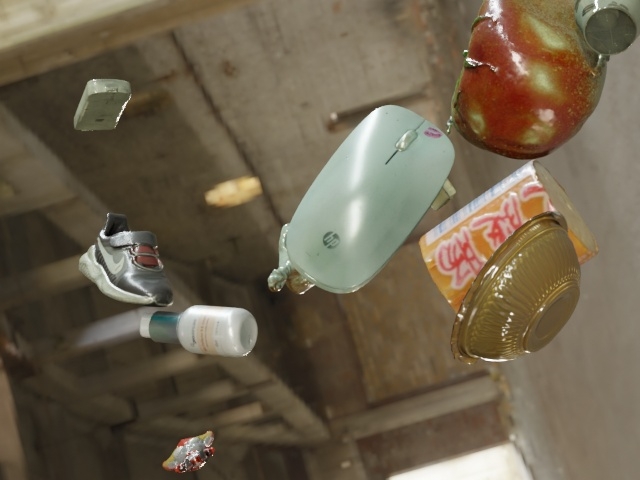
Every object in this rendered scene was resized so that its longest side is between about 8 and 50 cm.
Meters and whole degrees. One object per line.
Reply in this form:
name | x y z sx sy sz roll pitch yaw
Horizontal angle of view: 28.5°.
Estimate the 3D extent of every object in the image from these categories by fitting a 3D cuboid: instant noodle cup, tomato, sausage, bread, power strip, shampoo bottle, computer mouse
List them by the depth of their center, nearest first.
computer mouse | 0.066 -0.060 1.804 0.159 0.288 0.097 35 180 14
instant noodle cup | 0.313 0.091 1.872 0.091 0.274 0.274 37 164 29
shampoo bottle | -0.190 0.132 1.889 0.074 0.192 0.074 -11 -77 -62
bread | 0.159 -0.120 2.002 0.153 0.028 0.068 55 155 8
tomato | 0.354 -0.279 2.129 0.303 0.239 0.303 17 -90 -87
power strip | -0.408 -0.249 2.344 0.227 0.080 0.029 140 126 -65
sausage | 0.370 0.008 2.488 0.233 0.287 0.233 50 -164 -20

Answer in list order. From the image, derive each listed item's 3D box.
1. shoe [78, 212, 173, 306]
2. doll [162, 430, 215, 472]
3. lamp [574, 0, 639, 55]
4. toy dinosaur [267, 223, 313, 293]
shoe | -0.298 0.030 1.967 0.227 0.099 0.112 24 100 51
doll | -0.227 0.382 2.227 0.057 0.109 0.169 58 170 -10
lamp | 0.467 -0.373 2.008 0.214 0.121 0.121 -62 -41 -57
toy dinosaur | 0.000 0.000 2.361 0.393 0.092 0.205 5 -84 -68
